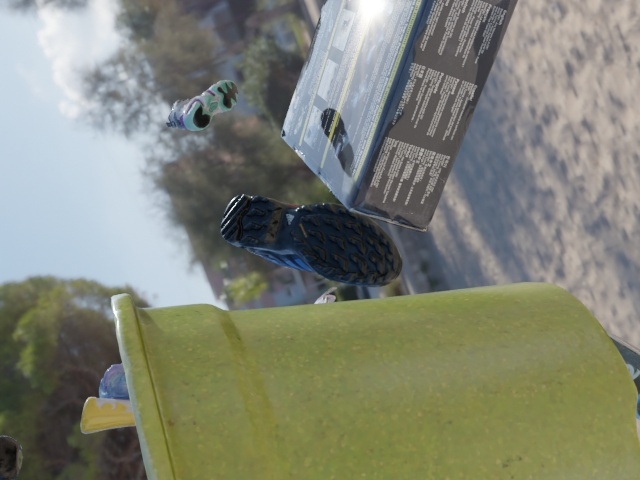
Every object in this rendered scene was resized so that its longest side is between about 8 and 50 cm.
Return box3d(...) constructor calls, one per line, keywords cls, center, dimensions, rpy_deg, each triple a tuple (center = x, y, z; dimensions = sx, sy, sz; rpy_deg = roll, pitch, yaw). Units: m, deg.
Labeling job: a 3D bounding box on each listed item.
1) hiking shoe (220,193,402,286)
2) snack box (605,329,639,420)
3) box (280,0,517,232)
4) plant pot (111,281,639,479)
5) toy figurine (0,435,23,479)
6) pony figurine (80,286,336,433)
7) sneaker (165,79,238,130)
box3d(cls="hiking shoe", center=(0.000, 0.000, 1.473), dimensions=(0.132, 0.304, 0.113), rpy_deg=(31, -100, -62))
box3d(cls="snack box", center=(0.399, 0.189, 0.970), dimensions=(0.322, 0.060, 0.187), rpy_deg=(33, -174, 26))
box3d(cls="box", center=(0.088, -0.245, 0.991), dimensions=(0.318, 0.097, 0.395), rpy_deg=(-127, 54, -67))
box3d(cls="plant pot", center=(0.036, 0.137, 0.545), dimensions=(0.276, 0.254, 0.276), rpy_deg=(167, 90, -78))
box3d(cls="toy figurine", center=(-0.485, 0.265, 1.123), dimensions=(0.209, 0.148, 0.213), rpy_deg=(-54, -51, -34))
box3d(cls="pony figurine", center=(-0.105, 0.250, 1.185), dimensions=(0.351, 0.363, 0.303), rpy_deg=(-86, 4, -46))
box3d(cls="sneaker", center=(-0.148, -0.163, 1.148), dimensions=(0.098, 0.069, 0.038), rpy_deg=(-44, -55, -44))
